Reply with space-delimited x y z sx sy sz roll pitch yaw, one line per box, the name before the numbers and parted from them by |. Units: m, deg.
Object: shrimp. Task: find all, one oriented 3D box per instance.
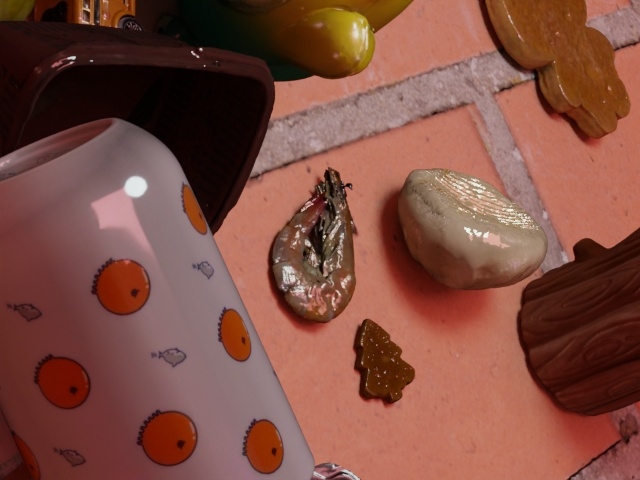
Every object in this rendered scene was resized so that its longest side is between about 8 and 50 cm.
shrimp | 0.000 0.000 1.951 0.101 0.042 0.190 30 51 -26

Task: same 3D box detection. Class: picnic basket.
picnic basket | -0.196 -0.095 1.667 0.297 0.222 0.129 -2 31 -48

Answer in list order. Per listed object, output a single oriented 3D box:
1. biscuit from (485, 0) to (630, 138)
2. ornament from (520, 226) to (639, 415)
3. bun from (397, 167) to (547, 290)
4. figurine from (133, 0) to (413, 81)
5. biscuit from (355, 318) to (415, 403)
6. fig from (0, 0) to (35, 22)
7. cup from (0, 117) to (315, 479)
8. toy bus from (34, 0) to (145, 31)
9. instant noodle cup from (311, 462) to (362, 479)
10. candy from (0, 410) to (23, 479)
biscuit | 0.299 -0.263 2.425 0.289 0.044 0.202 54 41 -16
ornament | 0.359 0.085 2.170 0.235 0.217 0.221 -15 82 -50
bun | 0.156 -0.002 2.079 0.183 0.102 0.183 25 21 -11
figurine | -0.027 -0.265 1.820 0.231 0.340 0.324 28 53 -37
biscuit | 0.060 0.126 1.972 0.082 0.016 0.092 -21 86 -46
fig | -0.324 -0.271 1.632 0.191 0.181 0.181 20 52 -10
cup | -0.161 0.078 1.476 0.212 0.212 0.317 -41 112 -50
toy bus | -0.222 -0.245 1.792 0.088 0.083 0.195 22 55 -43
instant noodle cup | -0.031 0.300 1.563 0.258 0.181 0.302 29 68 -5
candy | -0.310 0.168 1.485 0.160 0.073 0.092 -34 103 -52
